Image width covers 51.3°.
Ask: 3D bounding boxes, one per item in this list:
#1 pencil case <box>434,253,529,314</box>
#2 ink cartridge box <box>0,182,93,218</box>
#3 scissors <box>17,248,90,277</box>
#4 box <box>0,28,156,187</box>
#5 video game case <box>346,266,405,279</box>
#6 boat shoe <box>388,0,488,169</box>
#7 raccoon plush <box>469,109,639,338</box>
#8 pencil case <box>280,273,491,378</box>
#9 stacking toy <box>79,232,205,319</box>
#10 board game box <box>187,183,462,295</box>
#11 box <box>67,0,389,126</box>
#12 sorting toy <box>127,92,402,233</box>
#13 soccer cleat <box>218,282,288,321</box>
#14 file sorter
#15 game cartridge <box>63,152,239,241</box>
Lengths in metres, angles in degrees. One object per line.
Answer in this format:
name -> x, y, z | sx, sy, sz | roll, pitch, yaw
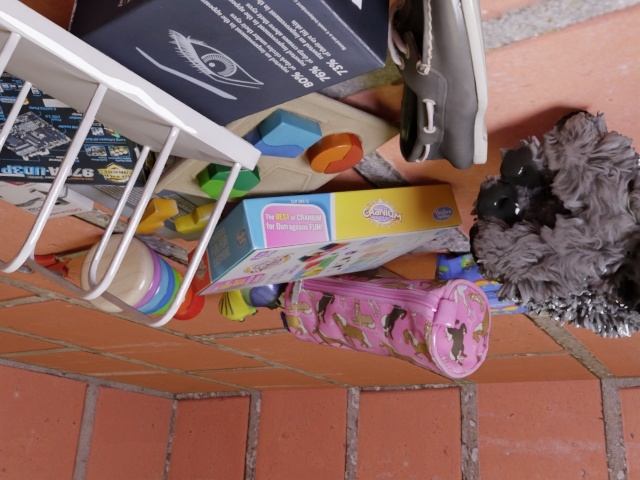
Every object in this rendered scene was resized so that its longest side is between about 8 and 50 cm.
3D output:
pencil case -> 0.342, 0.070, 1.134 | 0.306, 0.119, 0.133 | -6, -176, 23
ink cartridge box -> -0.395, -0.083, 0.925 | 0.099, 0.056, 0.135 | -8, 156, 26
scissors -> -0.516, 0.035, 1.308 | 0.109, 0.021, 0.297 | 20, 155, -33
box -> -0.299, -0.136, 0.703 | 0.220, 0.051, 0.175 | 2, 140, 1
video game case -> 0.083, 0.107, 1.412 | 0.227, 0.026, 0.206 | -13, 154, 35
boat shoe -> 0.099, -0.147, 0.606 | 0.096, 0.112, 0.335 | -7, 161, 13
raccoon plush -> 0.362, 0.055, 0.748 | 0.299, 0.446, 0.216 | 21, 120, -42
pencil case -> 0.101, 0.124, 1.135 | 0.167, 0.160, 0.386 | -10, -169, -42
stacking toy -> -0.317, 0.092, 1.306 | 0.141, 0.141, 0.330 | -3, 165, 15
board game box -> 0.000, 0.000, 0.945 | 0.317, 0.064, 0.242 | -7, 166, -30
box -> -0.070, -0.187, 0.526 | 0.207, 0.108, 0.153 | -10, 155, 33
sorting toy -> -0.077, -0.068, 0.779 | 0.307, 0.041, 0.229 | -31, 158, 36
soccer cleat -> -0.156, 0.094, 1.361 | 0.121, 0.093, 0.289 | 42, 153, -12
file sorter -> -0.233, -0.066, 0.525 | 0.278, 0.173, 0.193 | 29, 171, -41
game cartridge -> -0.215, -0.076, 0.928 | 0.198, 0.062, 0.297 | -11, 155, 24
